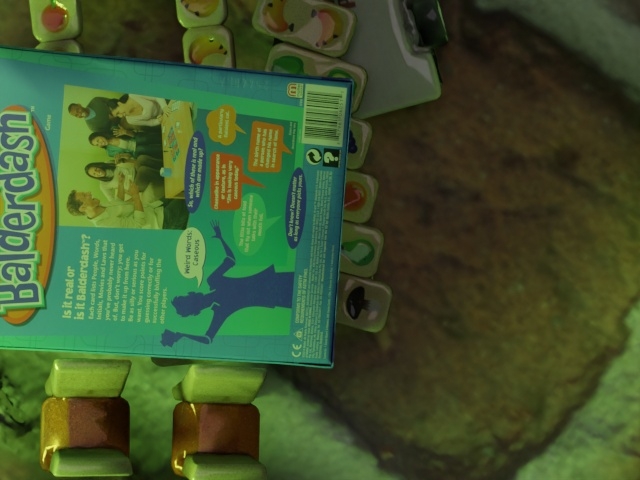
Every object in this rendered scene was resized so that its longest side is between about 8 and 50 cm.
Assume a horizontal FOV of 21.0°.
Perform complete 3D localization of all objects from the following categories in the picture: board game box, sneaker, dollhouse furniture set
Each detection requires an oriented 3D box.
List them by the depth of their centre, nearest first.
[{"bbox_3d":[-0.093,-0.017,0.926,0.210,0.047,0.160,5,90,-15],"label":"board game box"},{"bbox_3d":[-0.149,0.203,0.947,0.259,0.135,0.262,3,78,-12],"label":"dollhouse furniture set"},{"bbox_3d":[0.000,0.000,1.015,0.083,0.037,0.032,43,98,5],"label":"sneaker"}]

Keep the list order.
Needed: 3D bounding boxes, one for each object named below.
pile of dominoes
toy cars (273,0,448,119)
[{"bbox_3d":[-0.068,-0.057,0.984,0.196,0.040,0.251,-6,92,9],"label":"pile of dominoes"},{"bbox_3d":[-0.068,-0.226,1.037,0.393,0.087,0.176,36,101,3],"label":"toy cars"}]
